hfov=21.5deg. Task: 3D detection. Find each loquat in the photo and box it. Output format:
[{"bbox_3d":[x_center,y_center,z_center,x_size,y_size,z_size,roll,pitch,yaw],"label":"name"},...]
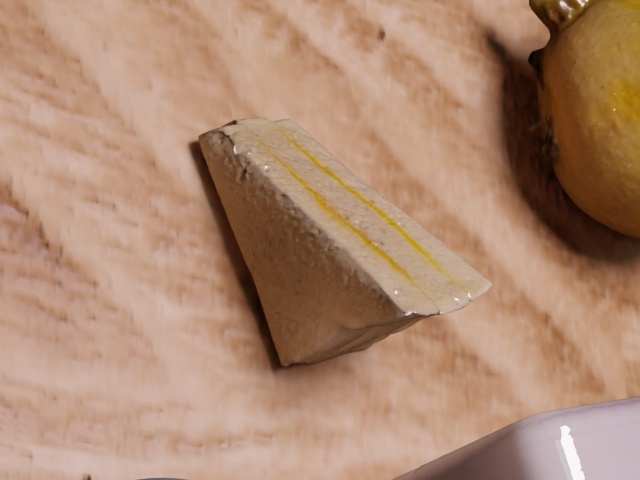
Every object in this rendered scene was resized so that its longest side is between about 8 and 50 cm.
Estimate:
[{"bbox_3d":[0.210,-0.088,1.061,0.204,0.149,0.172,39,55,0],"label":"loquat"}]

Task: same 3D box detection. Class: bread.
[{"bbox_3d":[0.010,-0.014,0.910,0.077,0.105,0.152,-12,77,-46],"label":"bread"}]

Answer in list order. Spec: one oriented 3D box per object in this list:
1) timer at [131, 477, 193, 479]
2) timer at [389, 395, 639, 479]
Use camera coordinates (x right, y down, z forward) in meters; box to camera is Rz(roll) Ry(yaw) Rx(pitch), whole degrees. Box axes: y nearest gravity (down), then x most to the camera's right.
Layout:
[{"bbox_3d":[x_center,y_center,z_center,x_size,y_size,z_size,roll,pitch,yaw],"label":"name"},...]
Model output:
[{"bbox_3d":[-0.025,0.193,0.742,0.255,0.175,0.175,16,60,-25],"label":"timer"},{"bbox_3d":[0.143,0.193,0.844,0.192,0.194,0.195,-4,69,-37],"label":"timer"}]
